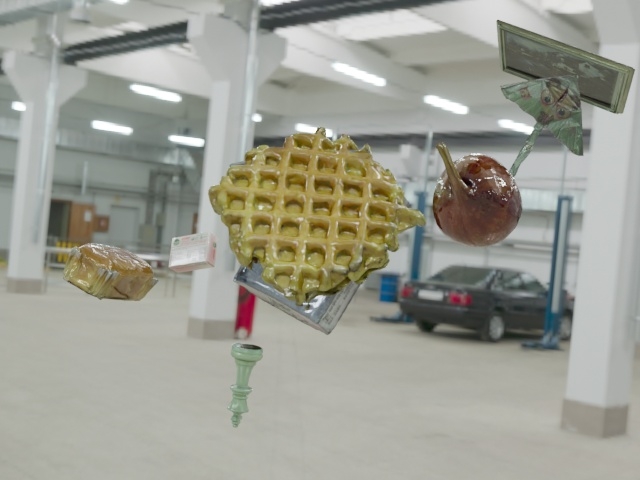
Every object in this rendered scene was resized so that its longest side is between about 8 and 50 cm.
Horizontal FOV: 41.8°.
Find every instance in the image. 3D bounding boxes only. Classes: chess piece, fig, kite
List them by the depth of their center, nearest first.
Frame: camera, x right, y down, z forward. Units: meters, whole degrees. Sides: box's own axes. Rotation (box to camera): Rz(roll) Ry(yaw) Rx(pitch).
[{"bbox_3d":[-0.141,0.262,1.498,0.059,0.149,0.059,9,0,0],"label":"chess piece"},{"bbox_3d":[0.270,-0.076,1.512,0.175,0.175,0.207,5,-3,26],"label":"fig"},{"bbox_3d":[0.443,-0.235,1.688,0.229,0.250,0.012,34,-3,-10],"label":"kite"}]

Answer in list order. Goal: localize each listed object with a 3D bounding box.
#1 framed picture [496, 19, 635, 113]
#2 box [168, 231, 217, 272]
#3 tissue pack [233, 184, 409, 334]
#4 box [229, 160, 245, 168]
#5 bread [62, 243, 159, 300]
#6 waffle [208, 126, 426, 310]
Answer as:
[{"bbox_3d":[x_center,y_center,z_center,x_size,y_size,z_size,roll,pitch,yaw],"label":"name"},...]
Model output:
[{"bbox_3d":[0.509,-0.359,1.773,0.296,0.019,0.232,25,-6,19],"label":"framed picture"},{"bbox_3d":[-0.339,0.032,2.229,0.125,0.089,0.043,-8,-26,26],"label":"box"},{"bbox_3d":[0.000,0.000,2.075,0.288,0.394,0.124,24,-14,35],"label":"tissue pack"},{"bbox_3d":[-0.140,-0.154,2.110,0.177,0.115,0.036,-10,5,29],"label":"box"},{"bbox_3d":[-0.510,0.078,2.048,0.136,0.107,0.241,29,4,19],"label":"bread"},{"bbox_3d":[-0.008,-0.042,1.076,0.245,0.254,0.052,-30,-30,-21],"label":"waffle"}]
